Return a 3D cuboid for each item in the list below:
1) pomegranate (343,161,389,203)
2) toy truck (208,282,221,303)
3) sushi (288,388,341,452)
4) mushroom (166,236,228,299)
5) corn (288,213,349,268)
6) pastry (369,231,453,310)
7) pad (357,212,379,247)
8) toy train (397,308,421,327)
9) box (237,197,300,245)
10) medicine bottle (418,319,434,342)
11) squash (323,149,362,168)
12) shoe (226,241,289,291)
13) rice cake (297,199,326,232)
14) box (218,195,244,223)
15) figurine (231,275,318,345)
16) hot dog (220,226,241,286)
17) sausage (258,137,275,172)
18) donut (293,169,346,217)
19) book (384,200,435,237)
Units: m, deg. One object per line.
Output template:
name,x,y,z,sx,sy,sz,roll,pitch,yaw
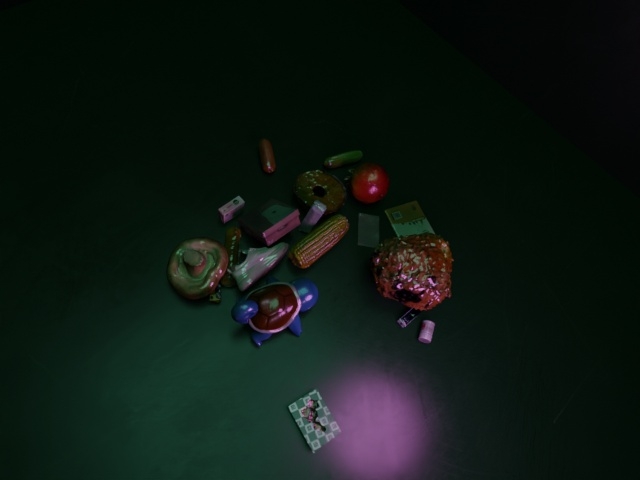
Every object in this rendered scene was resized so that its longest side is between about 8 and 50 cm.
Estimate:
pomegranate,0.240,-0.300,2.076,0.235,0.210,0.210,28,59,30
toy truck,-0.455,0.230,1.740,0.054,0.049,0.083,-4,65,-13
sushi,-0.024,0.722,1.618,0.139,0.031,0.200,-25,70,-22
mushroom,-0.521,0.112,1.719,0.279,0.146,0.277,-1,62,2
corn,0.000,0.000,1.910,0.345,0.131,0.131,-38,78,-26
pastry,0.434,0.148,1.851,0.406,0.292,0.336,-9,61,-19
pad,0.248,-0.053,2.063,0.113,0.006,0.187,9,64,-9
toy train,0.449,0.332,1.904,0.208,0.047,0.043,-34,77,-25
box,-0.236,-0.088,1.866,0.215,0.086,0.215,-37,40,-27
medicine bottle,0.490,0.421,1.864,0.058,0.058,0.091,23,62,-2
squash,0.126,-0.441,2.185,0.239,0.069,0.069,-17,70,-20
shoe,-0.287,0.083,1.791,0.159,0.124,0.316,40,52,5
rice cake,-0.037,-0.110,1.922,0.069,0.206,0.063,32,49,-2
box,-0.421,-0.144,1.904,0.125,0.089,0.043,-39,78,-27
figurine,-0.213,0.275,1.706,0.417,0.242,0.297,-12,57,-40
hot dog,-0.404,0.067,1.820,0.083,0.068,0.288,2,66,-5
sausage,-0.278,-0.436,2.085,0.077,0.076,0.197,-6,68,-16
donut,-0.008,-0.229,2.038,0.273,0.107,0.271,6,59,-10
book,0.485,-0.060,2.113,0.208,0.020,0.295,-17,70,-20
